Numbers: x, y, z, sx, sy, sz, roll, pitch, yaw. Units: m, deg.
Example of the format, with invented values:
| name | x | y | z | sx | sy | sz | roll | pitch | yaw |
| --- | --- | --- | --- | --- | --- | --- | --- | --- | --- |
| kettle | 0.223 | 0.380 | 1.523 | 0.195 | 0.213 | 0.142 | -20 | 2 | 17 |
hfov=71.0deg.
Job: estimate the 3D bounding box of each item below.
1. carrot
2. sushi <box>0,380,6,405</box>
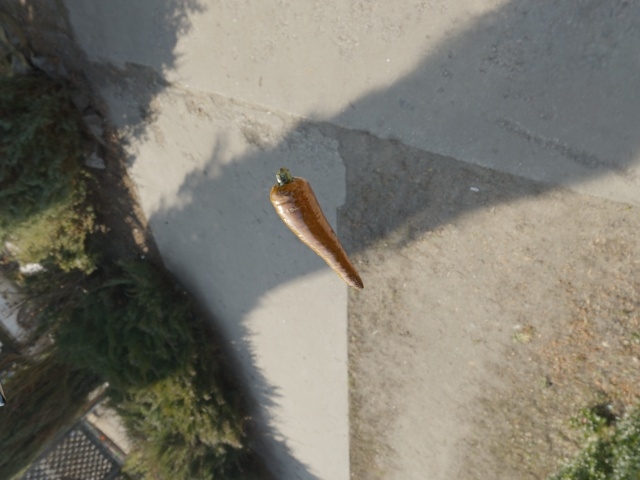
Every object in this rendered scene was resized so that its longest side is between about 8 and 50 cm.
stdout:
| name | x | y | z | sx | sy | sz | roll | pitch | yaw |
| --- | --- | --- | --- | --- | --- | --- | --- | --- | --- |
| carrot | 0.000 | 0.000 | 0.677 | 0.061 | 0.061 | 0.256 | 0 | 134 | 42 |
| sushi | -0.380 | 0.036 | 0.417 | 0.135 | 0.109 | 0.272 | 1 | 127 | -4 |
